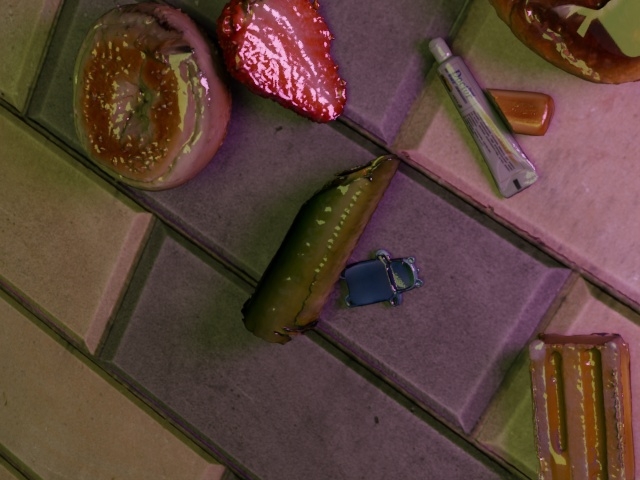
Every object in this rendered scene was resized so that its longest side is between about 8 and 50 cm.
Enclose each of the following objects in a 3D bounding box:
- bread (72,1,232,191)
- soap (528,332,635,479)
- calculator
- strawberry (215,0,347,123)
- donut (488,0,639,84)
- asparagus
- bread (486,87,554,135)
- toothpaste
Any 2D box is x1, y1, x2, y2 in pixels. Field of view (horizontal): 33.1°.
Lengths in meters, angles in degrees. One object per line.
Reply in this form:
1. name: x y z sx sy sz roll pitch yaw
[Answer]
1. bread: -0.265 -0.232 1.746 0.305 0.158 0.306 8 106 30
2. soap: 0.380 0.249 1.563 0.135 0.076 0.233 -2 100 29
3. calculator: 0.094 0.061 1.704 0.141 0.019 0.094 -14 95 28
4. strawberry: -0.071 -0.285 1.662 0.106 0.175 0.236 17 123 67
5. donut: 0.369 -0.360 1.392 0.330 0.160 0.330 0 91 24
6. asparagus: 0.000 0.000 1.687 0.382 0.108 0.128 -61 29 23
7. bread: 0.279 -0.181 1.529 0.103 0.049 0.062 9 86 28
8. toothpaste: 0.228 -0.182 1.565 0.067 0.037 0.255 -32 88 36
